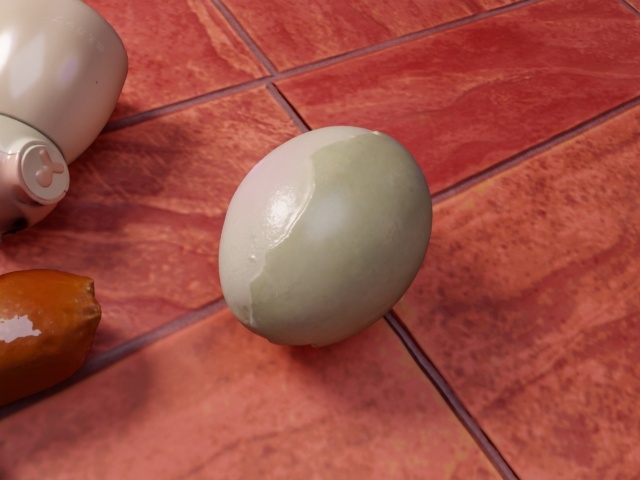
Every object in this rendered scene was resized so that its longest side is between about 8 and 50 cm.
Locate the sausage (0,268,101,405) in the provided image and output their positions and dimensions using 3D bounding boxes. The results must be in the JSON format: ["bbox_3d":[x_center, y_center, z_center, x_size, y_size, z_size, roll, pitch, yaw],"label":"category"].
[{"bbox_3d":[-0.342,0.103,0.438,0.348,0.094,0.097,-15,49,-21],"label":"sausage"}]

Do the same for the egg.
[{"bbox_3d":[0.000,0.000,0.538,0.183,0.183,0.217,34,45,8],"label":"egg"}]

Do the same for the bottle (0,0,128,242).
[{"bbox_3d":[-0.288,-0.113,0.568,0.147,0.147,0.237,12,62,-7],"label":"bottle"}]
